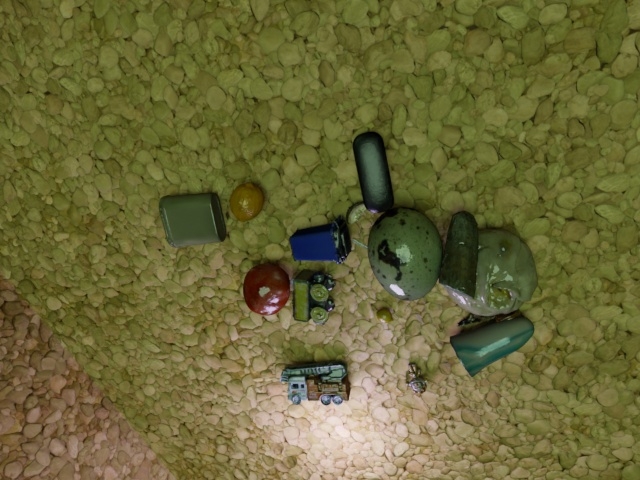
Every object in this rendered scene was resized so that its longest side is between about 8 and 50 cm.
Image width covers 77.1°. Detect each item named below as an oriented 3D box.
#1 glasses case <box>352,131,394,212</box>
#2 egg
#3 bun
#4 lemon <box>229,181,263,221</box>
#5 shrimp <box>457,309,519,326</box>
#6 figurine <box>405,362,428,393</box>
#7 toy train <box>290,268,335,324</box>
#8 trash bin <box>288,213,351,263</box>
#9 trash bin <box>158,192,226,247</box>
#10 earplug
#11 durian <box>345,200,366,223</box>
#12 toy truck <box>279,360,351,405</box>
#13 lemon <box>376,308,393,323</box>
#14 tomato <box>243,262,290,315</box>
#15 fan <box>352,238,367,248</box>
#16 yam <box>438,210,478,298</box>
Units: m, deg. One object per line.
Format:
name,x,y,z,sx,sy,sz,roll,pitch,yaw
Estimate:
glasses case,0.210,-0.266,1.586,0.122,0.082,0.320,-9,106,16
egg,0.331,0.054,1.568,0.288,0.287,0.379,-8,117,15
bun,0.656,0.137,1.564,0.366,0.219,0.364,3,106,9
lemon,-0.316,-0.158,1.707,0.142,0.142,0.187,24,118,3
shrimp,0.689,0.313,1.678,0.262,0.117,0.066,-26,89,23
figurine,0.443,0.646,1.878,0.101,0.068,0.143,-42,84,18
toy train,-0.031,0.255,1.802,0.178,0.134,0.260,6,111,17
trash bin,0.000,0.000,1.692,0.235,0.162,0.183,-5,108,20
trash bin,-0.568,-0.091,1.798,0.248,0.121,0.243,-4,108,11
earplug,0.731,0.418,1.679,0.324,0.185,0.185,-31,100,16
durian,0.148,-0.121,1.668,0.066,0.052,0.130,42,105,-2
toy truck,-0.030,0.684,1.957,0.339,0.133,0.184,-4,98,10
lemon,0.288,0.339,1.798,0.083,0.062,0.062,26,113,2
tomato,-0.247,0.210,1.782,0.232,0.189,0.231,-7,79,39
fan,0.278,0.080,1.736,0.329,0.009,0.190,32,113,-1
yam,0.510,0.046,1.470,0.133,0.133,0.330,9,73,9
